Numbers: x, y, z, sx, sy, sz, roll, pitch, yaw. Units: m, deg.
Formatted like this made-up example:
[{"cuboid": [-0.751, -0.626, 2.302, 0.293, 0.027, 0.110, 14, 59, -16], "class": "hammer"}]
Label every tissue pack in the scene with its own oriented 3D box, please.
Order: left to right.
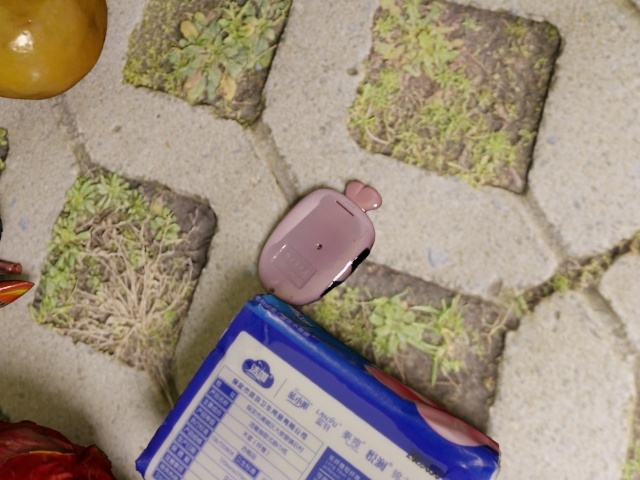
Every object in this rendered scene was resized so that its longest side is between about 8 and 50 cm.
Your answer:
[{"cuboid": [-0.001, 0.204, 0.599, 0.270, 0.137, 0.209, 32, 84, 17], "class": "tissue pack"}]

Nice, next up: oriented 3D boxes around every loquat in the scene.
[{"cuboid": [-0.367, -0.276, 0.807, 0.187, 0.176, 0.234, 25, 57, -20], "class": "loquat"}]

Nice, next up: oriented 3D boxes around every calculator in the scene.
[{"cuboid": [0.000, 0.000, 0.711, 0.103, 0.024, 0.166, 42, 89, 21], "class": "calculator"}]

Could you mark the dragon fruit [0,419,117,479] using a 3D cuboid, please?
[{"cuboid": [-0.301, 0.294, 0.574, 0.343, 0.277, 0.277, 11, 78, 7], "class": "dragon fruit"}]

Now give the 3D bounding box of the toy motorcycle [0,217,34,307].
[{"cuboid": [-0.499, 0.072, 0.785, 0.298, 0.089, 0.171, -31, 71, 4], "class": "toy motorcycle"}]
